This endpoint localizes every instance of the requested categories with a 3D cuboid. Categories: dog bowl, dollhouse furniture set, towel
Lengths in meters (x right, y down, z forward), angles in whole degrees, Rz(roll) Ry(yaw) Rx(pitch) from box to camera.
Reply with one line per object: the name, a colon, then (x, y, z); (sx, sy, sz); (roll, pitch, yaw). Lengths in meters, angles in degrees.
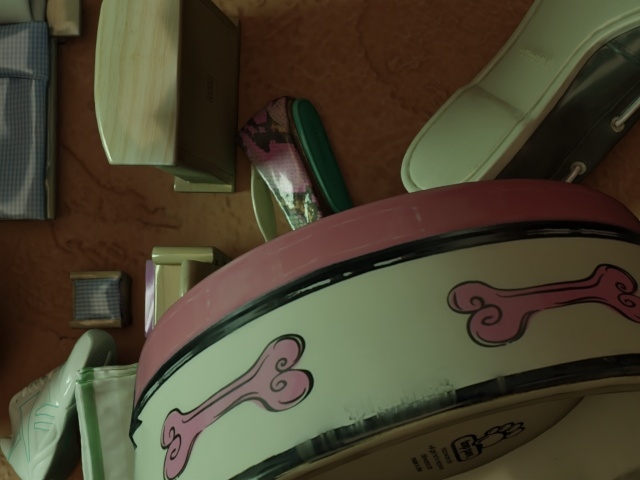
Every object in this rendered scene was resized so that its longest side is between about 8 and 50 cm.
dog bowl: (0.064, 0.108, 0.974); (0.408, 0.408, 0.150); (-20, 64, 7)
dollhouse furniture set: (-0.227, -0.065, 1.116); (0.303, 0.198, 0.286); (1, 86, 9)
towel: (-0.101, 0.130, 1.129); (0.152, 0.023, 0.113); (-6, 124, -11)

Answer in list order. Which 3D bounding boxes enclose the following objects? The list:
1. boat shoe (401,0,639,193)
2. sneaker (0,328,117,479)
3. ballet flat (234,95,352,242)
boat shoe: (0.198, -0.128, 1.119); (0.335, 0.095, 0.112); (-45, 45, 0)
sneaker: (-0.202, 0.122, 1.154); (0.061, 0.053, 0.152); (38, 117, 18)
ballet flat: (0.000, 0.000, 1.146); (0.079, 0.077, 0.221); (-32, 77, 24)
